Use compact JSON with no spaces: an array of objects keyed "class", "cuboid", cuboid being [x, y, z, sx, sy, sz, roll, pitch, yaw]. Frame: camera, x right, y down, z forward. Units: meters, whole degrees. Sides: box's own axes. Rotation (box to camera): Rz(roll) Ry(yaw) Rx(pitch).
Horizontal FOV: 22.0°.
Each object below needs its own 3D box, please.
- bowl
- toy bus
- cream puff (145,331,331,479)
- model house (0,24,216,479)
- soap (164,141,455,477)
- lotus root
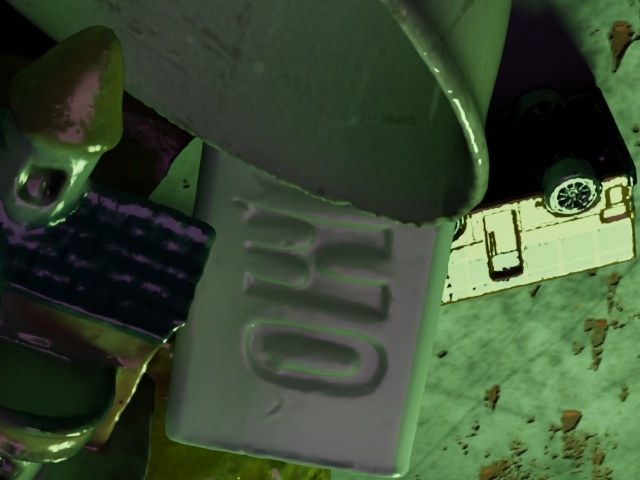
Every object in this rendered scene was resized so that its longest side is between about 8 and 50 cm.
[{"class":"bowl","cuboid":[-0.051,-0.212,0.774,0.196,0.435,0.435,-53,133,-13]},{"class":"toy bus","cuboid":[0.108,-0.023,1.127,0.201,0.098,0.114,-14,134,1]},{"class":"cream puff","cuboid":[-0.132,0.201,1.183,0.274,0.270,0.323,11,129,-16]},{"class":"model house","cuboid":[-0.184,0.031,0.896,0.267,0.194,0.325,23,122,-15]},{"class":"soap","cuboid":[0.000,0.000,1.019,0.159,0.087,0.265,10,105,1]},{"class":"lotus root","cuboid":[-0.169,-0.040,1.035,0.135,0.095,0.159,24,144,-13]}]
